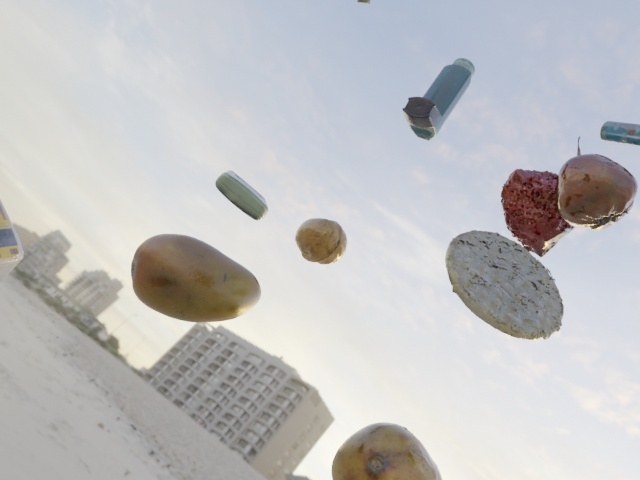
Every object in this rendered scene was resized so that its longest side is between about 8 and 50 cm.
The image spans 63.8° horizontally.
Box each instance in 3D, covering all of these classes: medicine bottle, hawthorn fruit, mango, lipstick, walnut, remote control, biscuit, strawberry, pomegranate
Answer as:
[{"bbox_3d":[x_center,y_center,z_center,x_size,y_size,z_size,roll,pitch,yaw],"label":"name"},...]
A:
[{"bbox_3d":[0.299,-0.358,1.274,0.079,0.258,0.124,24,-24,30],"label":"medicine bottle"},{"bbox_3d":[0.523,-0.099,1.010,0.189,0.149,0.149,-114,179,-55],"label":"hawthorn fruit"},{"bbox_3d":[-0.298,0.097,1.224,0.317,0.211,0.173,18,-60,-3],"label":"mango"},{"bbox_3d":[0.683,-0.224,1.098,0.158,0.048,0.048,32,-25,55],"label":"lipstick"},{"bbox_3d":[0.000,0.000,1.697,0.159,0.159,0.206,56,-21,-22],"label":"walnut"},{"bbox_3d":[-0.139,-0.086,0.925,0.098,0.038,0.233,41,1,-11],"label":"remote control"},{"bbox_3d":[0.205,0.046,0.573,0.152,0.152,0.020,40,-46,10],"label":"biscuit"},{"bbox_3d":[0.505,-0.081,1.189,0.201,0.184,0.187,43,-28,-3],"label":"strawberry"},{"bbox_3d":[0.144,0.536,1.132,0.260,0.260,0.260,34,-28,21],"label":"pomegranate"}]

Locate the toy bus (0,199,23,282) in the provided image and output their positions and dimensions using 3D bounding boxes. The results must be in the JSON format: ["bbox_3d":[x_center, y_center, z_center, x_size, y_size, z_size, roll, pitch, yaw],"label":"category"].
[{"bbox_3d":[-0.542,0.055,0.732,0.342,0.097,0.138,-36,-97,32],"label":"toy bus"}]

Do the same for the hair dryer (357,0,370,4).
[{"bbox_3d":[0.065,-0.588,0.816,0.118,0.298,0.295,25,4,36],"label":"hair dryer"}]
